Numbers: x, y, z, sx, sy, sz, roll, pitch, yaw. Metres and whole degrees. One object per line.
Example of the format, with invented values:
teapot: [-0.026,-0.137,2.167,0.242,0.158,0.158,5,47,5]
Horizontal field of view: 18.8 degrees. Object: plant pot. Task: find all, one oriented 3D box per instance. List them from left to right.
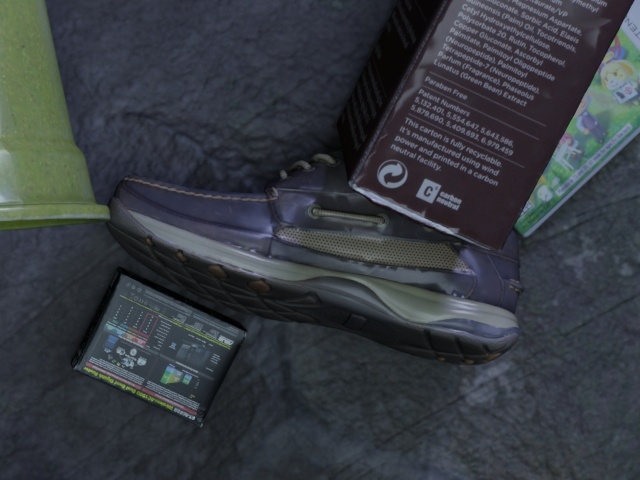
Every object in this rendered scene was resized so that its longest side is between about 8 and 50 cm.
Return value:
plant pot: [-0.305,-0.132,1.456,0.276,0.276,0.254,-4,89,-10]

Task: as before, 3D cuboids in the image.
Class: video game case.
video game case: [0.190,-0.142,1.648,0.212,0.023,0.193,-43,104,-1]

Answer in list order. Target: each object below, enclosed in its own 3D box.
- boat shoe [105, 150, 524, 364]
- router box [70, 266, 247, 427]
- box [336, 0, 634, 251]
boat shoe: [0.000,0.000,1.600,0.355,0.132,0.130,17,73,-9]
router box: [-0.135,0.089,1.621,0.122,0.038,0.092,26,94,-14]
box: [0.156,-0.203,1.499,0.143,0.191,0.381,23,106,-9]
